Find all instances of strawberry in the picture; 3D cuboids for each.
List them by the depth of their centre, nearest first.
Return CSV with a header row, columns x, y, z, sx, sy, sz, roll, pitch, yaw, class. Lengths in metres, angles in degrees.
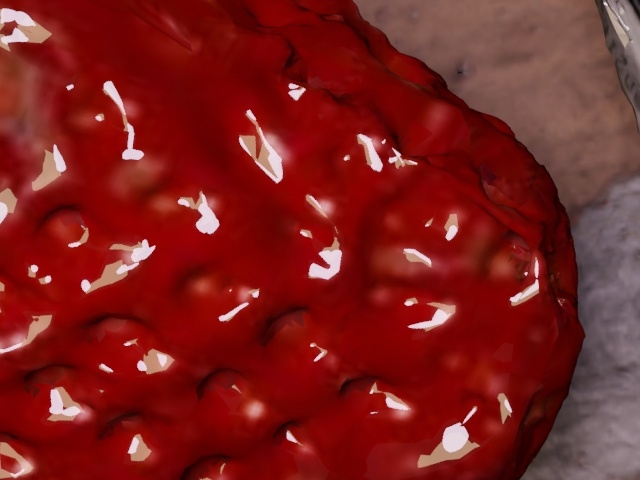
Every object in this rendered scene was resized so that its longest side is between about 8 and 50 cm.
x,y,z,sx,sy,sz,roll,pitch,yaw,class
-0.064,0.003,0.762,0.345,0.295,0.317,12,86,4,strawberry

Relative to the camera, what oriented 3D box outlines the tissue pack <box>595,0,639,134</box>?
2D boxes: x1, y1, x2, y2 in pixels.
x,y,z,sx,sy,sz,roll,pitch,yaw,class
0.254,-0.163,0.712,0.332,0.123,0.245,-24,79,19,tissue pack
